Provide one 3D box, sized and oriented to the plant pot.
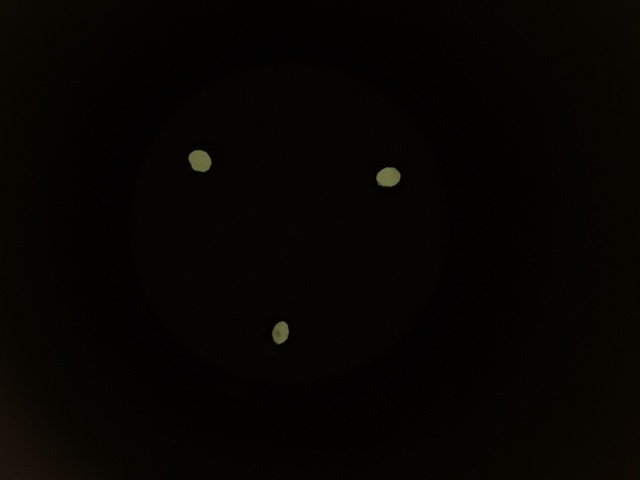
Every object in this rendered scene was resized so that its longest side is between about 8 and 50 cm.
[{"bbox_3d":[0.000,0.000,0.629,0.256,0.256,0.274,31,-1,-7],"label":"plant pot"}]
